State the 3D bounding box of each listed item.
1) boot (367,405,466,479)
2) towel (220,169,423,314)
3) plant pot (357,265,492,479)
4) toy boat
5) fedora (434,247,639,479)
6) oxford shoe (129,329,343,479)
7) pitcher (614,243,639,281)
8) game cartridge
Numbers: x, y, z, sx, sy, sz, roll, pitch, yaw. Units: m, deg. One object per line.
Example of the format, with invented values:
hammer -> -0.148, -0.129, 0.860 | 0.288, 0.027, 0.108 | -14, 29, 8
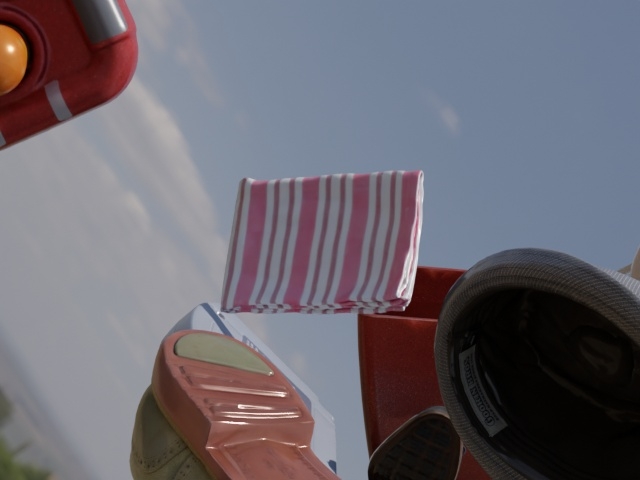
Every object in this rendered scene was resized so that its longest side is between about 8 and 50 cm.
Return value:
boot -> 0.095, 0.203, 1.864 | 0.082, 0.106, 0.219 | 26, -44, 3
towel -> 0.000, 0.000, 1.868 | 0.029, 0.197, 0.144 | 51, 42, -58
plant pot -> 0.164, 0.173, 2.131 | 0.267, 0.267, 0.235 | -86, -179, -79
toy boat -> -0.269, -0.151, 1.604 | 0.151, 0.231, 0.151 | -100, 166, -81
fedora -> 0.228, 0.113, 1.590 | 0.275, 0.124, 0.243 | 24, -57, 34
oxford shoe -> -0.038, 0.242, 1.445 | 0.146, 0.140, 0.397 | -62, -144, 27
pitcher -> 0.398, 0.053, 2.258 | 0.178, 0.125, 0.207 | 47, -44, 39
game cartridge -> -0.068, 0.151, 1.830 | 0.196, 0.060, 0.294 | 49, 6, -7
